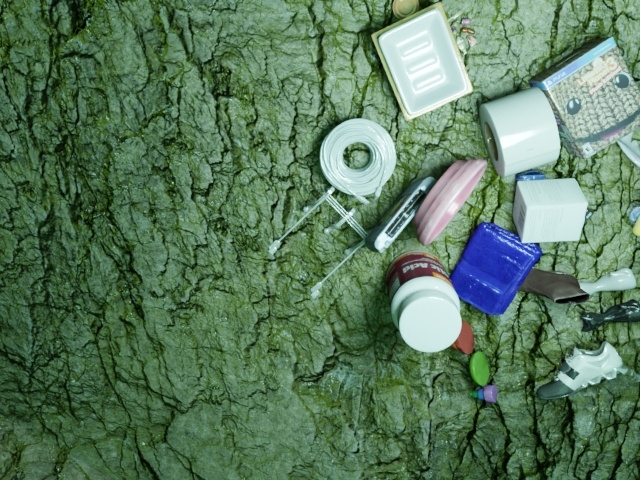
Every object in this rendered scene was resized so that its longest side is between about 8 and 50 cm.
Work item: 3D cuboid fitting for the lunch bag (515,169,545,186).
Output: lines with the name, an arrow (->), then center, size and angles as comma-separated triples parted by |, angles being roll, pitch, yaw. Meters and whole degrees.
lunch bag -> 0.713, -0.203, 1.819 | 0.098, 0.067, 0.065 | -5, 108, 5

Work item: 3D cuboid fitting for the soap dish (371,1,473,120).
soap dish -> 0.320, -0.560, 1.700 | 0.229, 0.118, 0.290 | -23, 105, 10

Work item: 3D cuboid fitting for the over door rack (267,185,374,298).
over door rack -> 0.000, 0.000, 1.891 | 0.324, 0.108, 0.239 | -46, 101, -6

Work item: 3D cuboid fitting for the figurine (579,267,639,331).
figurine -> 1.022, 0.215, 1.931 | 0.209, 0.092, 0.214 | -20, 105, 14

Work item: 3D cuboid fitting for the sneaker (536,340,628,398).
sneaker -> 0.949, 0.480, 2.014 | 0.331, 0.122, 0.146 | -29, 86, 13

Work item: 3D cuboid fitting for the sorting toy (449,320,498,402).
sorting toy -> 0.550, 0.472, 2.048 | 0.126, 0.127, 0.365 | -15, 112, 39

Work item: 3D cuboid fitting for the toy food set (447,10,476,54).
toy food set -> 0.455, -0.663, 1.710 | 0.078, 0.019, 0.122 | -35, 103, 13

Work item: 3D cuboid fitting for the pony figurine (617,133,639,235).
pony figurine -> 1.101, -0.177, 1.693 | 0.303, 0.351, 0.363 | 2, 127, 6

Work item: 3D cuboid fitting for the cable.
cable -> 0.126, -0.282, 1.818 | 0.257, 0.089, 0.257 | 28, 106, -5

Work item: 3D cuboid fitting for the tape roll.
tape roll -> 0.618, -0.338, 1.689 | 0.169, 0.246, 0.246 | -17, 106, 9

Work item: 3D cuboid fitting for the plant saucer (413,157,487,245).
plant saucer -> 0.408, -0.135, 1.740 | 0.084, 0.332, 0.332 | 37, 108, 15

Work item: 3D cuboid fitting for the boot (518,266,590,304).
boot -> 0.771, 0.161, 1.860 | 0.248, 0.207, 0.090 | -5, 107, 5

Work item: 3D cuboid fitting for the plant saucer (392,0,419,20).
plant saucer -> 0.270, -0.739, 1.700 | 0.084, 0.013, 0.083 | 1, 108, 4

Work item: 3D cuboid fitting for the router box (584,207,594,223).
router box -> 0.866, -0.079, 1.865 | 0.092, 0.038, 0.122 | 35, 107, -8

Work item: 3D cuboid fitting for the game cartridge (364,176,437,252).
game cartridge -> 0.262, -0.086, 1.799 | 0.060, 0.196, 0.294 | 40, 86, -1

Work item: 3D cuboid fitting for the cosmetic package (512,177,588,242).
cosmetic package -> 0.740, -0.098, 1.751 | 0.184, 0.151, 0.151 | -2, 129, 6

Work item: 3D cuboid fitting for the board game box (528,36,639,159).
board game box -> 0.846, -0.445, 1.694 | 0.232, 0.141, 0.291 | -33, 103, 13

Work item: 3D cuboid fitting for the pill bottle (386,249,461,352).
pill bottle -> 0.340, 0.195, 1.799 | 0.224, 0.392, 0.224 | 1, 108, 3

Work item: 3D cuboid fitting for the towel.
towel -> 0.589, 0.106, 1.855 | 0.228, 0.076, 0.308 | 27, 125, 12
